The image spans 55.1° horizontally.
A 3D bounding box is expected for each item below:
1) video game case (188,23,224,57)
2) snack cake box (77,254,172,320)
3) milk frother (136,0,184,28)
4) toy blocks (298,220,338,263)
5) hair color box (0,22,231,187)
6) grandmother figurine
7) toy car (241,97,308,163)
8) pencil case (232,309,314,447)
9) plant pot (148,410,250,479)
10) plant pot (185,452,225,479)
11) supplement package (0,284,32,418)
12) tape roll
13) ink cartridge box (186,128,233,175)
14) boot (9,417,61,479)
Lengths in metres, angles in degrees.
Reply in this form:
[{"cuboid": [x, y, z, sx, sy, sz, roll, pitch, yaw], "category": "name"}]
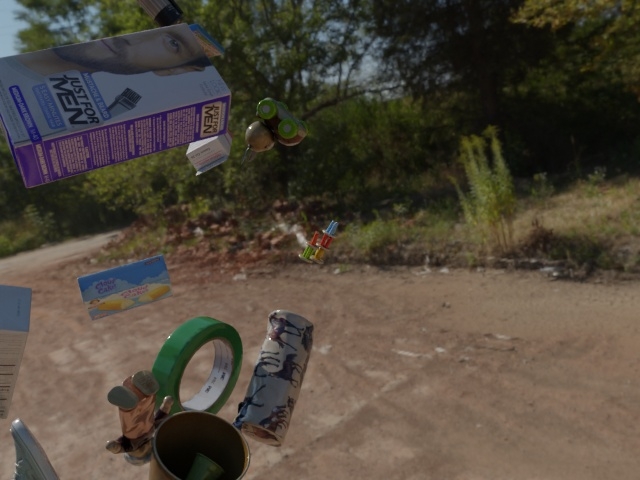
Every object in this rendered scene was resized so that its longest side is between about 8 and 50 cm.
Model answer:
[{"cuboid": [-0.301, -0.402, 1.276, 0.166, 0.015, 0.119, -6, -10, 17], "category": "video game case"}, {"cuboid": [-0.610, 0.149, 1.932, 0.264, 0.089, 0.152, -17, -24, -17], "category": "snack cake box"}, {"cuboid": [-0.535, -0.733, 2.005, 0.143, 0.135, 0.129, -38, 11, 19], "category": "milk frother"}, {"cuboid": [0.000, 0.000, 2.043, 0.054, 0.148, 0.123, 32, 12, 29], "category": "toy blocks"}, {"cuboid": [-0.338, -0.228, 0.993, 0.338, 0.185, 0.110, -21, -25, -27], "category": "hair color box"}, {"cuboid": [-0.469, 0.473, 1.585, 0.207, 0.342, 0.104, -23, 54, -35], "category": "grandmother figurine"}, {"cuboid": [-0.145, -0.278, 1.671, 0.188, 0.149, 0.155, -48, -2, 14], "category": "toy car"}, {"cuboid": [-0.143, 0.418, 1.905, 0.183, 0.160, 0.410, 7, 58, 18], "category": "pencil case"}, {"cuboid": [-0.327, 0.596, 1.507, 0.237, 0.254, 0.237, 21, 23, -10], "category": "plant pot"}, {"cuboid": [-0.282, 0.558, 1.444, 0.083, 0.083, 0.079, -4, 41, 48], "category": "plant pot"}, {"cuboid": [-0.669, 0.221, 1.216, 0.133, 0.244, 0.139, 11, 29, -29], "category": "supplement package"}, {"cuboid": [-0.358, 0.386, 1.798, 0.077, 0.321, 0.321, 15, 22, 29], "category": "tape roll"}, {"cuboid": [-0.338, -0.284, 1.868, 0.115, 0.067, 0.198, -26, 29, 12], "category": "ink cartridge box"}, {"cuboid": [-0.732, 0.580, 1.514, 0.123, 0.258, 0.095, -30, -4, -25], "category": "boot"}]
